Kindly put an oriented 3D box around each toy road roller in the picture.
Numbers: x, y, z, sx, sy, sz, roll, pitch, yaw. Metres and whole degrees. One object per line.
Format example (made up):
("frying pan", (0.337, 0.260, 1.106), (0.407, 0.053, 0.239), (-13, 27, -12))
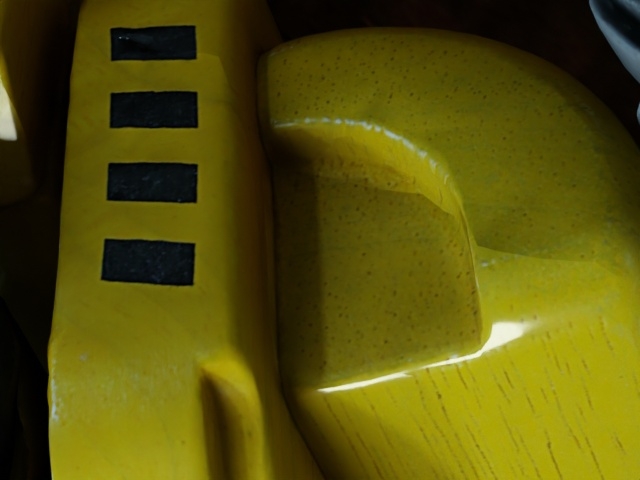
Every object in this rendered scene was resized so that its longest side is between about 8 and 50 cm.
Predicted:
("toy road roller", (-0.021, 0.006, 0.538), (0.202, 0.240, 0.330), (66, -164, -45))

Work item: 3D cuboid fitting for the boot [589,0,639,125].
("boot", (0.115, -0.054, 0.296), (0.263, 0.091, 0.229), (26, 162, 52))
